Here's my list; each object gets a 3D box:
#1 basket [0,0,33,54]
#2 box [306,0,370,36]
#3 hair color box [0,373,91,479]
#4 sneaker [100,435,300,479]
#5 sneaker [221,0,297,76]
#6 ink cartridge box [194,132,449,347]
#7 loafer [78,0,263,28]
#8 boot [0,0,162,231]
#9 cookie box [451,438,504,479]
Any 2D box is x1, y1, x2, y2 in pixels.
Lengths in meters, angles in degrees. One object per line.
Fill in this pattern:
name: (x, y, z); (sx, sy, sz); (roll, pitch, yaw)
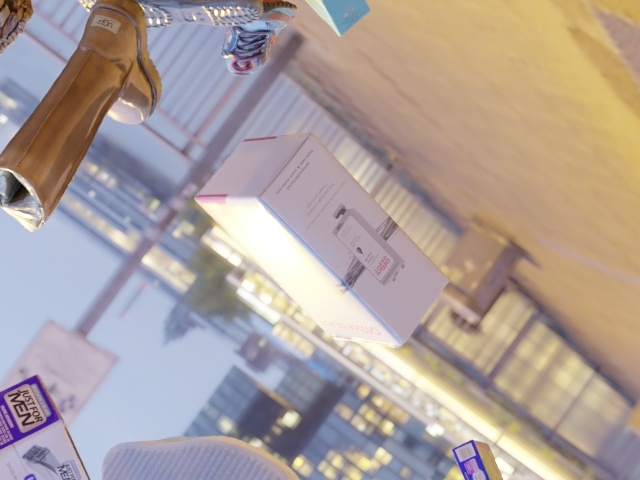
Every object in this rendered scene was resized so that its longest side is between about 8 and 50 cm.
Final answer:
basket: (-0.556, -0.293, 1.825); (0.223, 0.299, 0.213); (29, -156, -38)
box: (-0.008, -0.367, 1.862); (0.100, 0.060, 0.244); (49, 180, 21)
hair color box: (-0.472, 0.333, 1.790); (0.110, 0.339, 0.185); (51, 161, 45)
sneaker: (-0.149, 0.343, 2.060); (0.366, 0.135, 0.150); (5, -176, 38)
sneaker: (-0.103, -0.322, 2.228); (0.104, 0.125, 0.262); (14, 177, -4)
ink cartridge box: (0.000, 0.000, 1.827); (0.283, 0.117, 0.207); (46, 160, -21)
loafer: (-0.199, -0.334, 1.844); (0.251, 0.087, 0.094); (3, 164, 1)
boot: (-0.285, -0.125, 1.627); (0.089, 0.269, 0.236); (17, 152, 12)
cookie box: (0.248, 0.358, 2.154); (0.091, 0.040, 0.107); (68, -167, 18)
